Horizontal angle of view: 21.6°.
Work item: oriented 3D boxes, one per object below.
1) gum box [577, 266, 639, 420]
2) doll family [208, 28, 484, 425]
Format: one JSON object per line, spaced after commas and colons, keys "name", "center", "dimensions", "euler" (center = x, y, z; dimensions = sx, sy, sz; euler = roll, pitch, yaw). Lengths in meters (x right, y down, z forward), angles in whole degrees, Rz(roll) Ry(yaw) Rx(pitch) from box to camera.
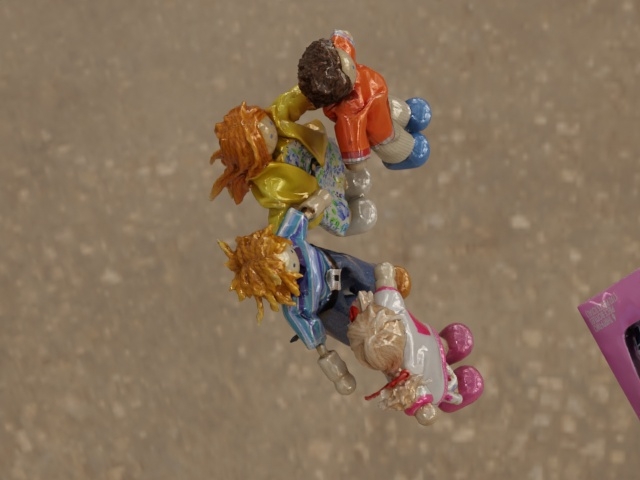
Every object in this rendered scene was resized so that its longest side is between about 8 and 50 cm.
{"name": "gum box", "center": [0.205, 0.045, 0.733], "dimensions": [0.188, 0.062, 0.107], "euler": [-15, 73, -44]}
{"name": "doll family", "center": [0.000, 0.000, 1.015], "dimensions": [0.118, 0.163, 0.263], "euler": [-20, 67, 23]}
